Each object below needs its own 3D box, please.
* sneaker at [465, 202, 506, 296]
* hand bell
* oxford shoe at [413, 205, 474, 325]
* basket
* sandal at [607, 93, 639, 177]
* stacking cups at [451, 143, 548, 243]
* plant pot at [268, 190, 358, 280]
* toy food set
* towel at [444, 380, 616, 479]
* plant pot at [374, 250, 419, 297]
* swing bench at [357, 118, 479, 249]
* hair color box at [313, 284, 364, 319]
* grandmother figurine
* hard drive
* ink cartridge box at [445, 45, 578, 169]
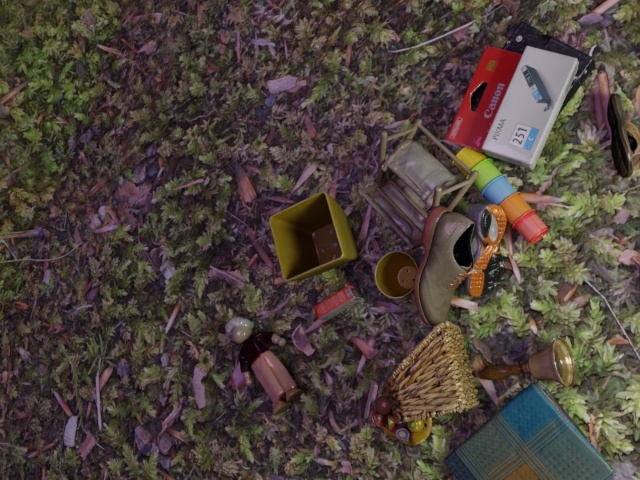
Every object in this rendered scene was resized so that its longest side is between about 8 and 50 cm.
[{"bbox_3d":[0.438,0.022,1.760,0.121,0.099,0.263,-140,55,-68],"label":"sneaker"},{"bbox_3d":[0.518,0.331,1.659,0.242,0.126,0.126,-19,73,39],"label":"hand bell"},{"bbox_3d":[0.337,0.089,1.715,0.130,0.123,0.349,24,125,42],"label":"oxford shoe"},{"bbox_3d":[0.273,0.344,1.663,0.213,0.299,0.223,-16,75,17],"label":"basket"},{"bbox_3d":[0.771,-0.268,1.617,0.060,0.090,0.220,-4,72,8],"label":"sandal"},{"bbox_3d":[0.486,-0.122,1.746,0.096,0.096,0.316,-41,66,19],"label":"stacking cups"},{"bbox_3d":[0.000,0.000,1.954,0.212,0.187,0.212,-24,71,26],"label":"plant pot"},{"bbox_3d":[0.206,0.497,1.819,0.217,0.071,0.128,21,93,32],"label":"toy food set"},{"bbox_3d":[0.510,0.562,1.607,0.271,0.040,0.370,53,123,26],"label":"towel"},{"bbox_3d":[0.237,0.103,1.851,0.134,0.095,0.134,-5,79,29],"label":"plant pot"},{"bbox_3d":[0.268,-0.158,1.819,0.253,0.165,0.255,50,145,26],"label":"swing bench"},{"bbox_3d":[0.056,0.191,1.958,0.141,0.072,0.043,-33,67,21],"label":"hair color box"},{"bbox_3d":[-0.191,0.378,2.060,0.208,0.104,0.342,-45,65,7],"label":"grandmother figurine"},{"bbox_3d":[0.551,-0.400,1.766,0.237,0.064,0.339,40,102,29],"label":"hard drive"},{"bbox_3d":[0.498,-0.368,1.700,0.261,0.066,0.297,24,91,27],"label":"ink cartridge box"}]
